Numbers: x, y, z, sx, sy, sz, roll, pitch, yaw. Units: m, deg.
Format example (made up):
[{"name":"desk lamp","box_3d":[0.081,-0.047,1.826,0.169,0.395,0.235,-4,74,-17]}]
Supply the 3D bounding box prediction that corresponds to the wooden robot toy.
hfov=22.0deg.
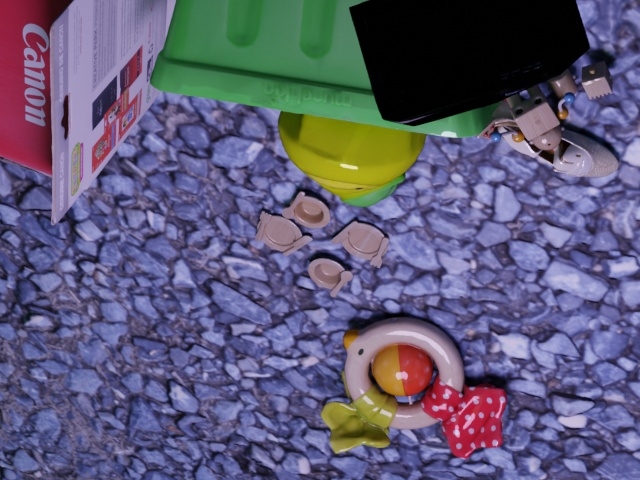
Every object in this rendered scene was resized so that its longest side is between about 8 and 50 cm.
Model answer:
[{"name":"wooden robot toy","box_3d":[0.255,-0.142,1.863,0.173,0.076,0.079,-27,129,13]}]

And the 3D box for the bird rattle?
[{"name":"bird rattle","box_3d":[0.124,0.204,2.235,0.254,0.143,0.207,-3,115,22]}]

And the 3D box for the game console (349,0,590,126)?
[{"name":"game console","box_3d":[0.115,-0.301,1.610,0.213,0.361,0.044,-18,168,9]}]

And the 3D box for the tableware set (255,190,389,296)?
[{"name":"tableware set","box_3d":[0.000,0.000,2.156,0.169,0.020,0.141,33,137,-11]}]

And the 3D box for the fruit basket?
[{"name":"fruit basket","box_3d":[0.024,-0.171,1.822,0.392,0.283,0.392,8,117,15]}]

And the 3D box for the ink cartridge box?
[{"name":"ink cartridge box","box_3d":[-0.278,-0.219,1.784,0.130,0.272,0.309,21,138,10]}]

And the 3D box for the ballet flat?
[{"name":"ballet flat","box_3d":[0.266,-0.107,1.912,0.168,0.052,0.057,26,138,-3]}]

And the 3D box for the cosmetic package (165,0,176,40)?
[{"name":"cosmetic package","box_3d":[-0.188,-0.316,1.892,0.099,0.060,0.239,7,135,18]}]
